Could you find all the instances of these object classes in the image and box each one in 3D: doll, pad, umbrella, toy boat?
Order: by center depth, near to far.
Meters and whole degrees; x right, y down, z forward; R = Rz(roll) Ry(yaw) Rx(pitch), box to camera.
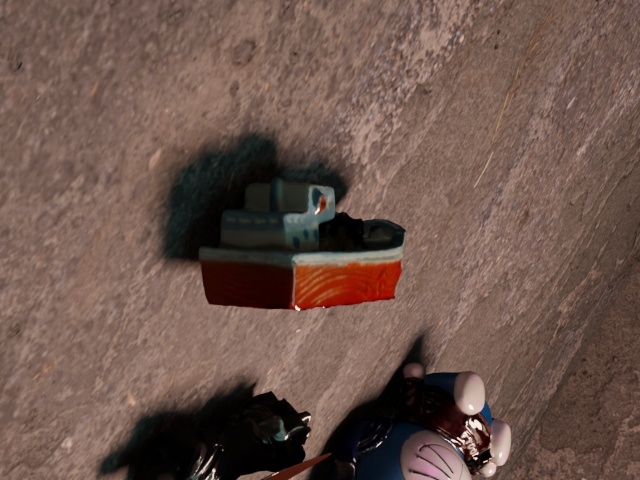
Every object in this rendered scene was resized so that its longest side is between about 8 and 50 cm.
[{"bbox_3d":[0.000,0.000,1.341,0.332,0.145,0.133,-1,92,-63],"label":"toy boat"},{"bbox_3d":[-0.120,0.259,1.455,0.122,0.110,0.272,-31,171,33],"label":"umbrella"},{"bbox_3d":[-0.119,0.330,1.500,0.267,0.004,0.181,-34,166,23],"label":"pad"},{"bbox_3d":[0.151,0.372,1.964,0.284,0.240,0.310,49,53,-24],"label":"doll"}]
